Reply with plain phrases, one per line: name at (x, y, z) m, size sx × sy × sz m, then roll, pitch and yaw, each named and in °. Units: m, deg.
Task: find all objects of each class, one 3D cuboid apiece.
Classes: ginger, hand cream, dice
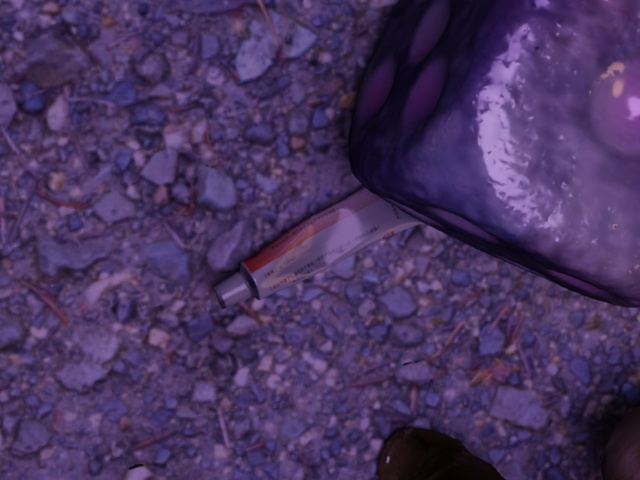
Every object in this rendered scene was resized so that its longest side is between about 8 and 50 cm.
ginger at (0.137, 0.250, 1.440) m, size 0.116 × 0.263 × 0.109 m, roll -42°, pitch 121°, yaw -6°
hand cream at (0.000, -0.001, 1.487) m, size 0.216 × 0.038 × 0.052 m, roll -28°, pitch 127°, yaw -15°
dice at (0.201, -0.114, 1.393) m, size 0.270 × 0.271 × 0.270 m, roll 26°, pitch 88°, yaw -18°

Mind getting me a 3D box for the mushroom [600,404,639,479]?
mushroom at (0.329, 0.303, 1.498) m, size 0.290 × 0.292 × 0.292 m, roll -38°, pitch 105°, yaw 11°
